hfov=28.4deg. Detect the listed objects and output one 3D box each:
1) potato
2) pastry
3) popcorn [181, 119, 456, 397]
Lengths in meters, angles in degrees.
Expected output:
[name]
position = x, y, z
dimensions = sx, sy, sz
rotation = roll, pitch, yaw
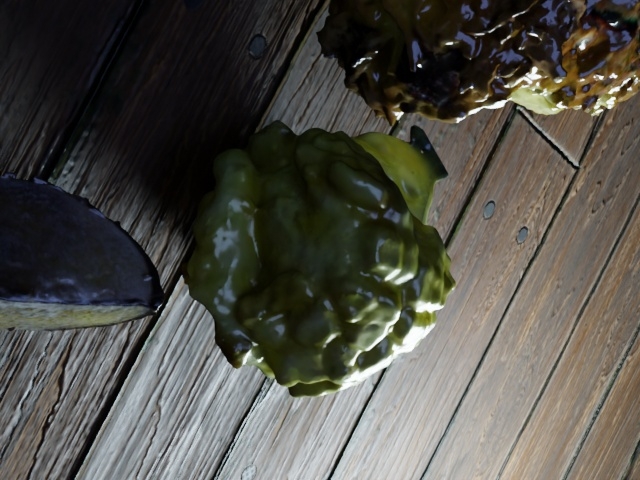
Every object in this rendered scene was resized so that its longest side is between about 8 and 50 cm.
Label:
[potato]
position = -0.273, 0.016, 1.068
dimensions = 0.261, 0.100, 0.120
rotation = 6, 66, -35
[pastry]
position = 0.192, -0.284, 1.254
dimensions = 0.405, 0.292, 0.337
rotation = -7, 104, -36
[popcorn]
position = -0.007, 0.005, 1.220
dimensions = 0.237, 0.293, 0.293
rotation = -27, 144, 19
